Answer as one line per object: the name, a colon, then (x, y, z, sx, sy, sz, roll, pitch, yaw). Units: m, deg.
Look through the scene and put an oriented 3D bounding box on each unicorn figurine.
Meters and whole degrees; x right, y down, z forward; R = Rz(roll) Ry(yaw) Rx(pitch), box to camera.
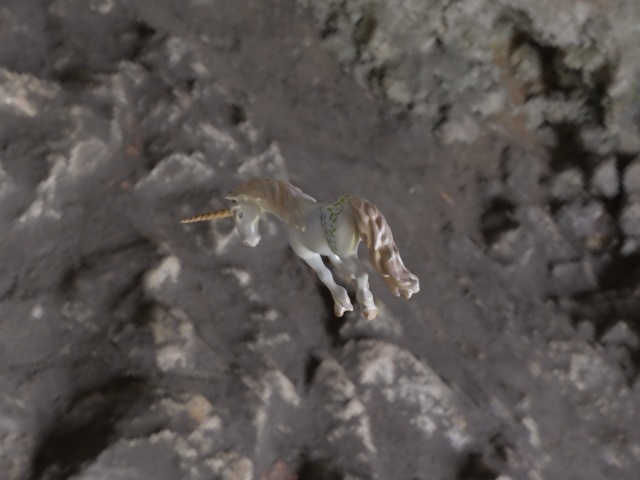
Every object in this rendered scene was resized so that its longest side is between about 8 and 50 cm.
unicorn figurine: (0.000, 0.000, 0.854, 0.060, 0.162, 0.111, -45, 109, -40)
